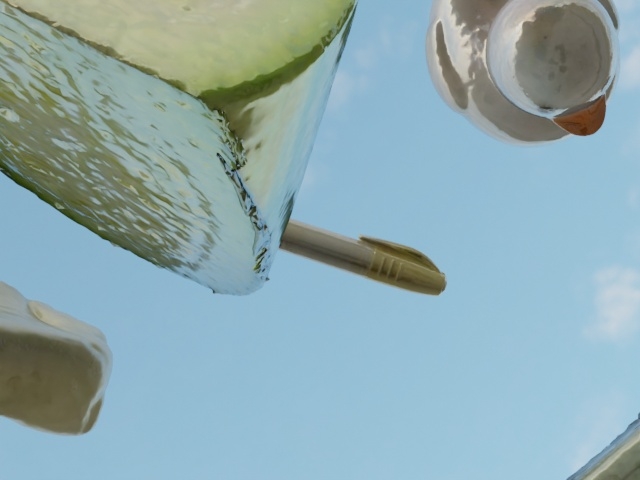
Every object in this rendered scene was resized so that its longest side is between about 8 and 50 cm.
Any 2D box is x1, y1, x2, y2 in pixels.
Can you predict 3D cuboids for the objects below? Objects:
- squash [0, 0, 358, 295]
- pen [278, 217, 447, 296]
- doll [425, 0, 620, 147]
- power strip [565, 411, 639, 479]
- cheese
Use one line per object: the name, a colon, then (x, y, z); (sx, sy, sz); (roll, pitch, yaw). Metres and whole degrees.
squash: (-0.119, -0.057, 0.664); (0.233, 0.210, 0.309); (27, -43, 4)
pen: (0.000, 0.000, 1.161); (0.233, 0.032, 0.040); (19, -81, -5)
doll: (0.217, -0.209, 1.394); (0.221, 0.251, 0.221); (-23, -15, -6)
power strip: (0.122, 0.177, 0.429); (0.198, 0.213, 0.064); (-36, -11, -14)
cheese: (-0.286, 0.082, 1.079); (0.263, 0.159, 0.093); (20, -83, -38)
